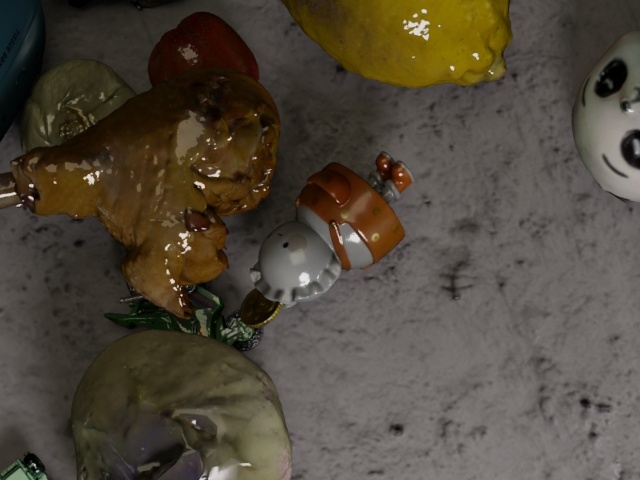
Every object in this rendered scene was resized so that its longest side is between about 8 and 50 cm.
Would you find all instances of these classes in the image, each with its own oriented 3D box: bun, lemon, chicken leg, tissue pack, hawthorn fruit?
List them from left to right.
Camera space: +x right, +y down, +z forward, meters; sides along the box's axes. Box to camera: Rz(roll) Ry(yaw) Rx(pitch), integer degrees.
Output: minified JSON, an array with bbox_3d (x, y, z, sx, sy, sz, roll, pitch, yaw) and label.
[{"bbox_3d":[-0.467,-0.223,1.606,0.198,0.206,0.287,1,50,18],"label":"tissue pack"},{"bbox_3d":[-0.304,-0.144,1.640,0.164,0.111,0.188,13,73,1],"label":"bun"},{"bbox_3d":[-0.233,-0.043,1.510,0.409,0.182,0.295,-10,85,-11],"label":"chicken leg"},{"bbox_3d":[-0.164,0.235,1.487,0.272,0.168,0.273,0,89,6],"label":"bun"},{"bbox_3d":[-0.146,-0.218,1.650,0.133,0.133,0.138,-41,92,-8],"label":"hawthorn fruit"},{"bbox_3d":[0.092,-0.334,1.600,0.316,0.285,0.285,17,75,-14],"label":"lemon"}]

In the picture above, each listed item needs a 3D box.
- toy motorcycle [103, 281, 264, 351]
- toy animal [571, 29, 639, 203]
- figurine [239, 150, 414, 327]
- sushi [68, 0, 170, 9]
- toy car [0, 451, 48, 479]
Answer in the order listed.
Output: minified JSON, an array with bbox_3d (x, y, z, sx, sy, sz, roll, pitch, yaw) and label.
[{"bbox_3d":[-0.167,0.100,1.592,0.190,0.074,0.106,28,86,10],"label":"toy motorcycle"},{"bbox_3d":[0.438,-0.163,1.554,0.266,0.212,0.213,-20,74,-3],"label":"toy animal"},{"bbox_3d":[0.006,0.004,1.575,0.143,0.143,0.271,34,89,11],"label":"figurine"},{"bbox_3d":[-0.276,-0.378,1.700,0.212,0.147,0.115,-2,67,-16],"label":"sushi"},{"bbox_3d":[-0.331,0.326,1.541,0.073,0.054,0.143,-40,80,-7],"label":"toy car"}]
